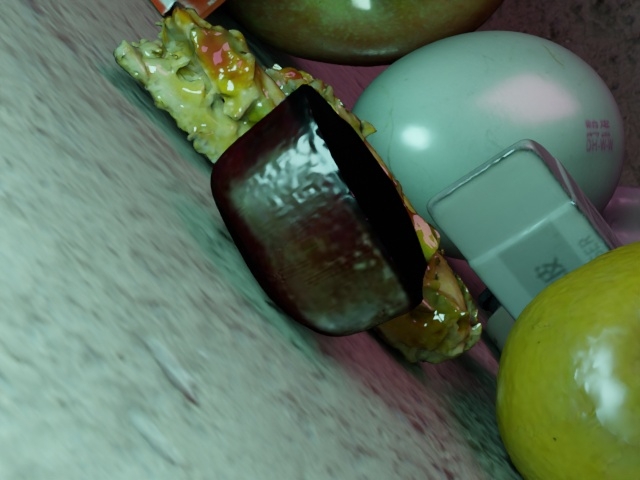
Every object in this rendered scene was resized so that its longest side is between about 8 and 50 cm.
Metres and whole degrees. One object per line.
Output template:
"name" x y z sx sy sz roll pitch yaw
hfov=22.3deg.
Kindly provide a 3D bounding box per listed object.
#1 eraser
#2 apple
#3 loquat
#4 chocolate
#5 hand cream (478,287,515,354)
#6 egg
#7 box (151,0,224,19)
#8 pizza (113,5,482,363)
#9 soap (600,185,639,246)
"eraser" 0.190 0.048 1.149 0.352 0.089 0.061 47 17 -35
"apple" 0.026 -0.294 1.332 0.319 0.319 0.277 45 19 -18
"loquat" 0.214 0.098 1.020 0.208 0.208 0.208 46 12 -13
"chocolate" 0.000 0.000 0.867 0.125 0.080 0.149 67 11 24
"hand cream" 0.192 0.129 1.235 0.234 0.050 0.080 60 11 28
"egg" 0.127 -0.073 1.272 0.264 0.183 0.183 -4 50 -44
"box" -0.052 -0.270 1.165 0.123 0.229 0.050 53 5 18
"pizza" -0.015 -0.067 1.041 0.287 0.074 0.251 46 9 -23
"soap" 0.292 0.086 1.483 0.302 0.258 0.159 5 43 -39
